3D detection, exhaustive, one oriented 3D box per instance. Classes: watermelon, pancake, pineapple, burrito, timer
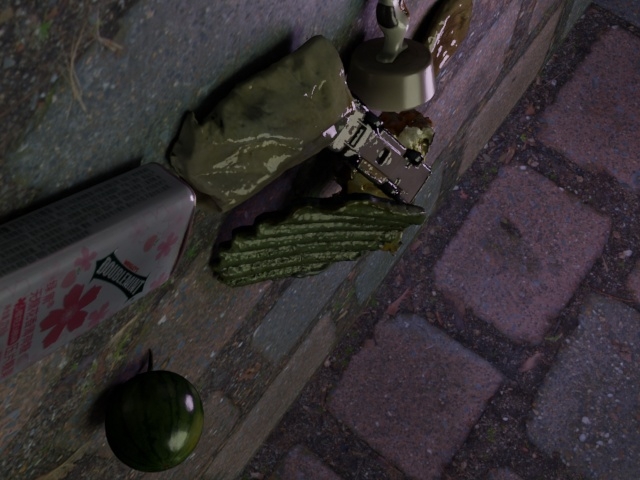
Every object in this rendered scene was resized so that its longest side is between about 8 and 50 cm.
[{"bbox_3d":[-0.320,0.334,1.571,0.188,0.215,0.188,-14,143,-11],"label":"watermelon"},{"bbox_3d":[0.282,-0.467,1.961,0.294,0.049,0.294,-52,166,-19],"label":"pancake"},{"bbox_3d":[0.105,-0.176,1.882,0.286,0.209,0.344,-103,-156,-61],"label":"pineapple"},{"bbox_3d":[-0.087,-0.166,1.289,0.332,0.135,0.190,-41,167,-34],"label":"burrito"},{"bbox_3d":[0.133,-0.394,1.510,0.175,0.175,0.266,-43,145,-39],"label":"timer"}]

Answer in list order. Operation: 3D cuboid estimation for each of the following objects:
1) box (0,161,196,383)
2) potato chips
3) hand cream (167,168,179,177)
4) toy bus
[{"bbox_3d":[-0.322,0.042,1.031,0.369,0.112,0.190,-38,156,-51],"label":"box"},{"bbox_3d":[0.000,0.000,1.647,0.429,0.070,0.358,-3,156,-34],"label":"potato chips"},{"bbox_3d":[-0.241,-0.055,1.237,0.061,0.039,0.143,-43,170,-38],"label":"hand cream"},{"bbox_3d":[0.086,-0.181,1.579,0.112,0.138,0.317,-53,139,1],"label":"toy bus"}]
